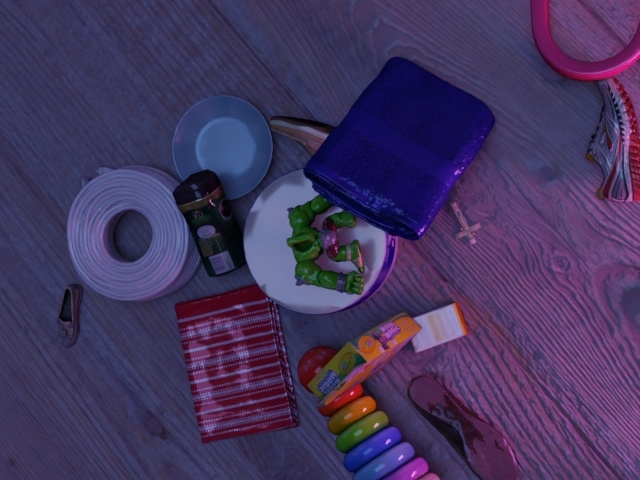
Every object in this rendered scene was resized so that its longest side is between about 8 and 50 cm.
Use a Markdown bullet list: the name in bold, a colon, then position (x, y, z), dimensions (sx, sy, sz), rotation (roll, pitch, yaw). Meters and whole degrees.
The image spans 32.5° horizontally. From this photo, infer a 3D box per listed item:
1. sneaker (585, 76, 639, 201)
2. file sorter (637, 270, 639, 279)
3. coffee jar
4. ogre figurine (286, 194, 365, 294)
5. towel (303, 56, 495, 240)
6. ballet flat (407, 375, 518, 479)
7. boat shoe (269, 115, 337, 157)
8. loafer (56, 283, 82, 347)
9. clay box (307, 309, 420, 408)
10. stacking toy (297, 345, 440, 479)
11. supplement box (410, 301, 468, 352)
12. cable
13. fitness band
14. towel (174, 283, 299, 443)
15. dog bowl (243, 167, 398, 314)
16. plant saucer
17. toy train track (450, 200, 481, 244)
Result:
- **sneaker**: position (0.486, -0.173, 1.849), dimensions (0.093, 0.088, 0.225), rotation (-10, 83, 24)
- **file sorter**: position (0.677, -0.004, 1.739), dimensions (0.278, 0.193, 0.173), rotation (18, 72, 13)
- **coffee jar**: position (-0.197, -0.033, 1.987), dimensions (0.079, 0.096, 0.184), rotation (-17, 105, 20)
- **ogre figurine**: position (0.007, -0.001, 1.856), dimensions (0.118, 0.097, 0.197), rotation (-9, 93, 7)
- **towel**: position (0.138, -0.155, 1.873), dimensions (0.228, 0.076, 0.308), rotation (32, 62, 7)
- **ballet flat**: position (0.247, 0.335, 1.936), dimensions (0.250, 0.058, 0.084), rotation (43, 78, 4)
- **boat shoe**: position (-0.006, -0.175, 1.982), dimensions (0.190, 0.068, 0.072), rotation (16, 106, 13)
- **loafer**: position (-0.489, 0.145, 2.114), dimensions (0.045, 0.039, 0.125), rotation (10, 93, 13)
- **clay box**: position (0.068, 0.202, 1.870), dimensions (0.053, 0.222, 0.127), rotation (49, 122, 14)
- **stacking toy**: position (0.067, 0.334, 1.946), dimensions (0.141, 0.141, 0.330), rotation (-38, 76, 11)
- **supplement box**: position (0.205, 0.153, 1.947), dimensions (0.098, 0.036, 0.062), rotation (-21, 86, 13)
- **cable**: position (-0.347, -0.013, 2.052), dimensions (0.257, 0.089, 0.257), rotation (1, 91, 14)
- **fitness band**: position (0.458, -0.410, 1.845), dimensions (0.209, 0.054, 0.290), rotation (-2, 79, 16)
- **towel**: position (-0.158, 0.228, 2.041), dimensions (0.199, 0.031, 0.274), rotation (-12, 88, 14)
- **dog bowl**: position (0.000, 0.000, 1.960), dimensions (0.265, 0.104, 0.264), rotation (0, 90, 14)
- **plant saucer**: position (-0.177, -0.170, 2.035), dimensions (0.195, 0.037, 0.194), rotation (0, 91, 14)
- **toy train track**: position (0.252, -0.032, 1.945), dimensions (0.048, 0.014, 0.083), rotation (-28, 84, 12)
